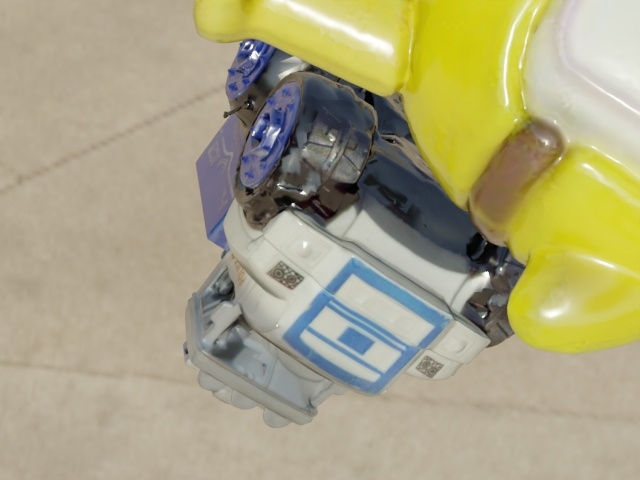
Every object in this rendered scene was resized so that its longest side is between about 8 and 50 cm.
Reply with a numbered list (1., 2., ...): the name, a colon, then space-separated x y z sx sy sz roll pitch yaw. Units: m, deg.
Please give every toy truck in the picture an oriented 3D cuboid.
1. toy truck: 0.000 0.000 0.881 0.161 0.177 0.213 33 20 -22

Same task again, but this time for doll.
1. doll: 0.138 -0.030 0.570 0.363 0.145 0.199 25 66 2
